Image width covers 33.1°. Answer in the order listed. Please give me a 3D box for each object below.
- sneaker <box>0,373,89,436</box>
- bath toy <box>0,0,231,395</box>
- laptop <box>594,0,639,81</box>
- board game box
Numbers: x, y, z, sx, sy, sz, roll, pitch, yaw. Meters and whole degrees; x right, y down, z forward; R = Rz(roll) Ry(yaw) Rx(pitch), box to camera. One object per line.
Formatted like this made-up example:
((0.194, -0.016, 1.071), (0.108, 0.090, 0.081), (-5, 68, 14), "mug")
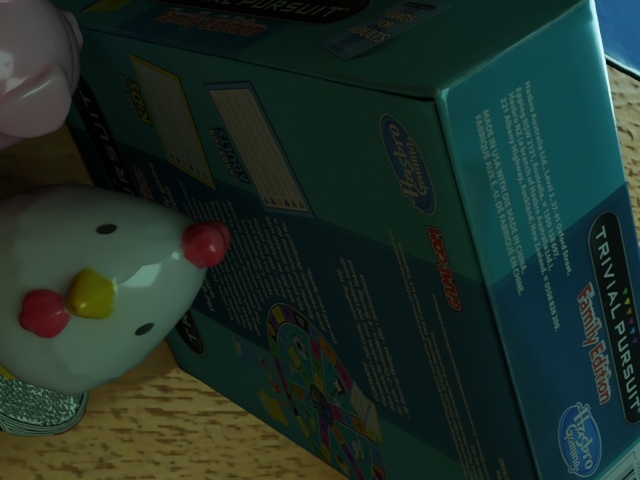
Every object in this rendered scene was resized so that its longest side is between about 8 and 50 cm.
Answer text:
((-0.190, 0.028, 0.541), (0.088, 0.093, 0.225), (-46, 127, -18), "sneaker")
((-0.145, -0.094, 0.442), (0.151, 0.129, 0.348), (-43, 114, -55), "bath toy")
((0.070, -0.326, 0.459), (0.382, 0.236, 0.408), (16, 102, -41), "laptop")
((0.000, 0.000, 0.522), (0.079, 0.336, 0.253), (-34, 122, -25), "board game box")
